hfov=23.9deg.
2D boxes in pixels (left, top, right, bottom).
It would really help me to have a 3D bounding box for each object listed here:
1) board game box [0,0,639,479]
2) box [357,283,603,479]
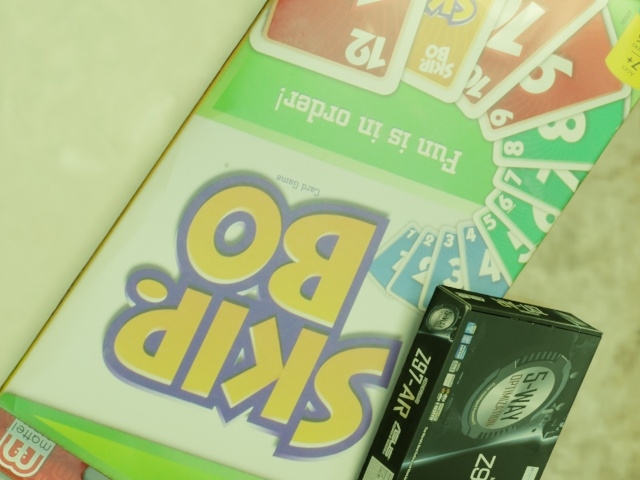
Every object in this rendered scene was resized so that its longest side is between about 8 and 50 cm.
[{"bbox_3d":[0.000,0.000,0.519,0.124,0.039,0.259,34,92,-6],"label":"board game box"},{"bbox_3d":[0.053,0.060,0.510,0.067,0.018,0.083,14,103,-38],"label":"box"}]
